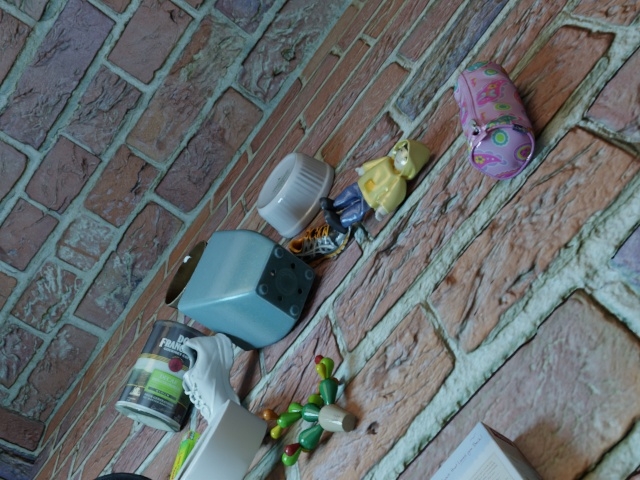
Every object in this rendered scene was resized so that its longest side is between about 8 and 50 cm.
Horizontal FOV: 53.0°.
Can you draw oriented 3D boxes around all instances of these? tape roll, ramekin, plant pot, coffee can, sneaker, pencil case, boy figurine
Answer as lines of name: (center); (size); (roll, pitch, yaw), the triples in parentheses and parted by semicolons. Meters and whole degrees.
tape roll: (-0.227, 0.476, 1.339); (0.286, 0.100, 0.286); (-57, 2, 3)
ramekin: (-0.087, -0.152, 1.991); (0.273, 0.127, 0.272); (-46, 23, 26)
plant pot: (-0.160, 0.118, 1.634); (0.252, 0.248, 0.247); (-13, 47, 49)
coffee can: (-0.460, 0.404, 1.919); (0.202, 0.202, 0.275); (-27, 37, 53)
sneaker: (0.000, 0.000, 1.650); (0.215, 0.083, 0.084); (-37, 27, 39)
sneaker: (-0.277, 0.374, 1.584); (0.111, 0.129, 0.296); (-42, 52, 41)
pencil case: (0.325, -0.237, 1.224); (0.124, 0.124, 0.284); (-43, 24, 32)
plant pot: (-0.301, 0.147, 1.892); (0.215, 0.231, 0.215); (-46, 25, 28)
boy figurine: (0.134, -0.125, 1.495); (0.285, 0.092, 0.177); (-36, 45, 27)

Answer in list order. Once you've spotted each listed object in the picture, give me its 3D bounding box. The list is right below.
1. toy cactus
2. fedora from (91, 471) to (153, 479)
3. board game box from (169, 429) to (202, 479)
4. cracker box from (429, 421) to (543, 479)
toy cactus: (-0.008, 0.320, 1.215); (0.181, 0.112, 0.219); (-4, 47, 53)
fedora: (-0.495, 0.736, 1.528); (0.333, 0.334, 0.152); (-81, 1, -46)
board game box: (-0.300, 0.552, 1.511); (0.043, 0.092, 0.181); (-41, 26, 39)
cracker box: (0.206, 0.344, 0.738); (0.155, 0.067, 0.232); (-53, 22, 9)
